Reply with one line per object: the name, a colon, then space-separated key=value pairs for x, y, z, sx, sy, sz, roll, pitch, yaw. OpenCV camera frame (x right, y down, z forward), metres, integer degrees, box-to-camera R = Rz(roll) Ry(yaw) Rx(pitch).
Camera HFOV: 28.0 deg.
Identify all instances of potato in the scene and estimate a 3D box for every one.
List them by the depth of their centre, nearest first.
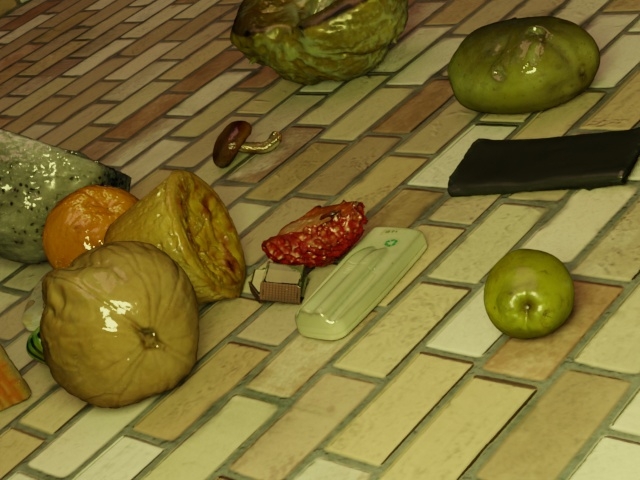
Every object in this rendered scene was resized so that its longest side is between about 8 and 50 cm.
potato: x=0.320 y=-0.280 z=2.043 sx=0.197 sy=0.148 sz=0.228 roll=-18 pitch=20 yaw=-27

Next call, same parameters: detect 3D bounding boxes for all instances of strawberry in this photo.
strawberry: x=0.000 y=0.000 z=1.789 sx=0.121 sy=0.082 sz=0.188 roll=-31 pitch=10 yaw=-32

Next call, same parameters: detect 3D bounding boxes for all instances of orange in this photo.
orange: x=-0.341 y=-0.001 z=1.984 sx=0.178 sy=0.155 sz=0.177 roll=16 pitch=29 yaw=-9
orange: x=0.008 y=-0.404 z=2.433 sx=0.369 sy=0.210 sz=0.271 roll=0 pitch=35 yaw=33

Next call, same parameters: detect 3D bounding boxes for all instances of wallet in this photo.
wallet: x=0.326 y=-0.113 z=1.852 sx=0.285 sy=0.030 sz=0.146 roll=-3 pitch=35 yaw=35

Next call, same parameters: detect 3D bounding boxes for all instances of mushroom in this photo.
mushroom: x=-0.135 y=-0.179 z=2.273 sx=0.129 sy=0.073 sz=0.088 roll=-19 pitch=-4 yaw=-1

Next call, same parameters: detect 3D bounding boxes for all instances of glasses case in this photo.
glasses case: x=-0.421 y=0.089 z=2.013 sx=0.063 sy=0.041 sz=0.164 roll=-14 pitch=28 yaw=14

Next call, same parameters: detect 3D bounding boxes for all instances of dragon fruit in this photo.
dragon fruit: x=-0.456 y=-0.054 z=2.136 sx=0.221 sy=0.204 sz=0.283 roll=16 pitch=-3 yaw=20

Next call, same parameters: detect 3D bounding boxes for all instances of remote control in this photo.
remote control: x=0.052 y=0.050 z=1.725 sx=0.090 sy=0.049 sz=0.230 roll=4 pitch=34 yaw=37

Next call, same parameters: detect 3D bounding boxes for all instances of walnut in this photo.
walnut: x=-0.266 y=0.108 z=1.684 sx=0.228 sy=0.228 sz=0.228 roll=-17 pitch=27 yaw=9

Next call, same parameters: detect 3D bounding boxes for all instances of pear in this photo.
pear: x=0.243 y=0.063 z=1.503 sx=0.107 sy=0.107 sz=0.131 roll=-17 pitch=15 yaw=10

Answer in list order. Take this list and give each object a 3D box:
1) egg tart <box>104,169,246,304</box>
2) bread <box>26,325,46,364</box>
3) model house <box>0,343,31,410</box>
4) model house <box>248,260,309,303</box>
egg tart: x=-0.215 y=0.012 z=1.856 sx=0.147 sy=0.202 sz=0.202 roll=-24 pitch=24 yaw=22
bread: x=-0.358 y=0.128 z=1.836 sx=0.130 sy=0.071 sz=0.139 roll=-39 pitch=4 yaw=-23
model house: x=-0.558 y=0.184 z=1.753 sx=0.237 sy=0.202 sz=0.237 roll=-9 pitch=28 yaw=26
model house: x=-0.062 y=0.065 z=1.787 sx=0.083 sy=0.057 sz=0.058 roll=5 pitch=59 yaw=10
